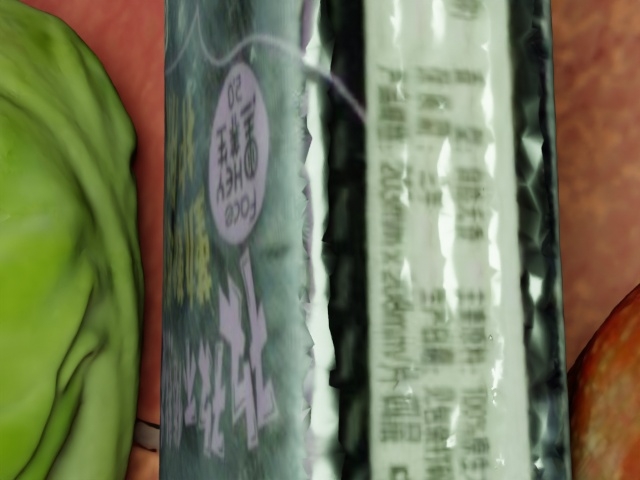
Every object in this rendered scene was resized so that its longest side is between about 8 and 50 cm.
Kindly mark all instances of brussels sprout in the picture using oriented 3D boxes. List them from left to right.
[{"bbox_3d":[-0.219,0.014,0.734,0.328,0.247,0.328,10,105,38],"label":"brussels sprout"}]

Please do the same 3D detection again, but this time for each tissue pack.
[{"bbox_3d":[0.000,0.000,0.605,0.122,0.259,0.361,-1,85,-15],"label":"tissue pack"}]

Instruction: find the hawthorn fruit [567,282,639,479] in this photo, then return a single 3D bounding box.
[{"bbox_3d":[0.166,0.073,0.558,0.169,0.169,0.188,27,77,28],"label":"hawthorn fruit"}]
